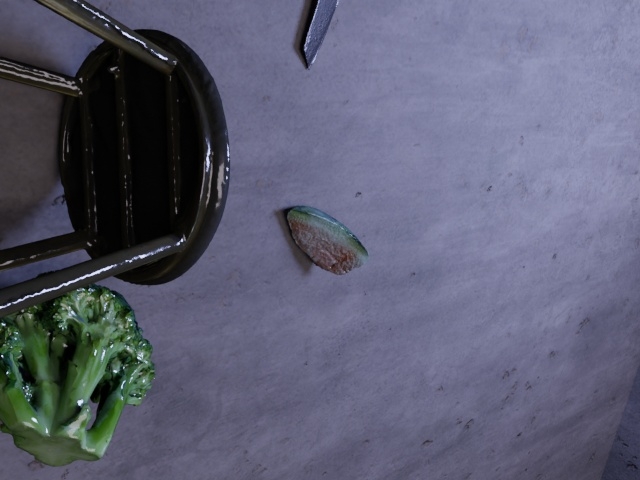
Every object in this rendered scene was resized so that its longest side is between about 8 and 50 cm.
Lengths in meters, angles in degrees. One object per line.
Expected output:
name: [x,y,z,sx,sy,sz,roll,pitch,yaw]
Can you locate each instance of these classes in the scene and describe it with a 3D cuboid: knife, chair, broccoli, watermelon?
knife: [0.011,-0.388,0.989,0.060,0.028,0.230,-3,114,-53]
chair: [-0.335,-0.089,0.598,0.410,0.362,0.364,-6,93,-52]
broccoli: [-0.352,0.170,0.799,0.295,0.245,0.265,20,119,-32]
watermelon: [0.005,-0.008,1.133,0.094,0.081,0.180,-39,116,1]
